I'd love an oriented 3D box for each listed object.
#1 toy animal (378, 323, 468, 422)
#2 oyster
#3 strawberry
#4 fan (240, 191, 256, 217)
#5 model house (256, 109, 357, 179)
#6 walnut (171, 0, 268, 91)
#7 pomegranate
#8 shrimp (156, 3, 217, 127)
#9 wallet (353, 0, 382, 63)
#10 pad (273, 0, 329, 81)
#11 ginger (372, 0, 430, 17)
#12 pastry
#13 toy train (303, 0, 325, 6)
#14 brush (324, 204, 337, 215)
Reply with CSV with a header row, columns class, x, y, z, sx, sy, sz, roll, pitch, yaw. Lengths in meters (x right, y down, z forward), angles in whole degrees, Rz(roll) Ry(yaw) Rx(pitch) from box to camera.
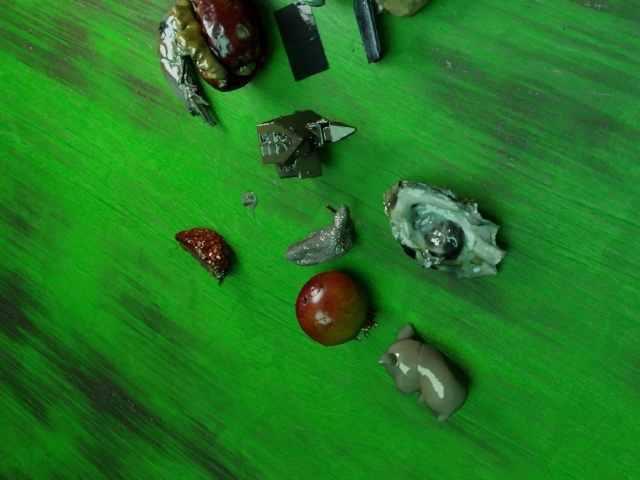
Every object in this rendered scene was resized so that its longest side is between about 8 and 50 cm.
class,x,y,z,sx,sy,sz,roll,pitch,yaw
toy animal,0.283,0.361,1.702,0.250,0.166,0.154,35,114,8
oyster,0.298,-0.040,1.574,0.351,0.114,0.238,32,130,23
strawberry,-0.356,0.025,2.009,0.236,0.106,0.175,46,162,10
fan,-0.209,-0.115,1.917,0.080,0.003,0.060,51,126,5
model house,-0.011,-0.251,1.634,0.248,0.181,0.176,-2,108,34
walnut,-0.272,-0.536,1.651,0.269,0.243,0.222,59,147,9
pomegranate,0.045,0.194,1.759,0.235,0.210,0.210,20,121,-4
shrimp,-0.354,-0.505,1.822,0.246,0.085,0.361,-13,97,28
wallet,0.117,-0.510,1.511,0.030,0.111,0.166,-17,101,-5
pad,-0.051,-0.527,1.664,0.116,0.004,0.193,-11,103,35
ginger,0.207,-0.599,1.400,0.138,0.152,0.267,31,121,-17
pastry,0.010,0.009,1.760,0.112,0.103,0.265,49,135,-5
toy train,-0.046,-0.767,1.483,0.253,0.160,0.397,23,119,30
brush,0.043,-0.072,1.769,0.083,0.019,0.021,32,131,16
